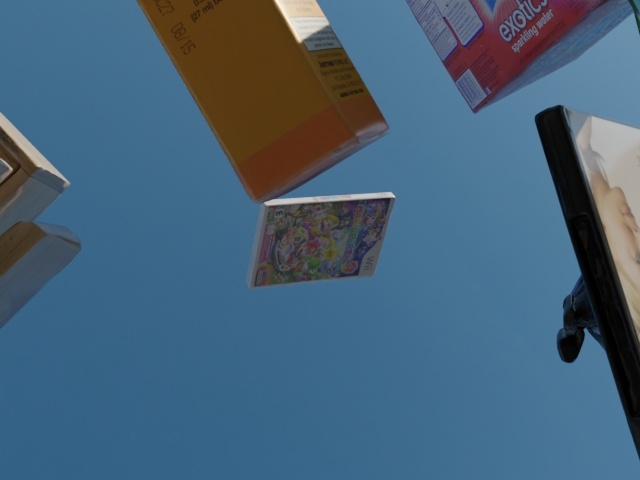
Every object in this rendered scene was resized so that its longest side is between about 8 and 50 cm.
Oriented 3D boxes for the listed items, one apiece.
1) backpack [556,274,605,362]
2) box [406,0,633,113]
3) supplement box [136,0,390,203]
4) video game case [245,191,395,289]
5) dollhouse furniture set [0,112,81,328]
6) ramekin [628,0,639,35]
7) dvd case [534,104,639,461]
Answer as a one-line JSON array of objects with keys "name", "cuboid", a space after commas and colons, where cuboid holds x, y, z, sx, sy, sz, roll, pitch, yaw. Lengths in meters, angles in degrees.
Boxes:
[{"name": "backpack", "cuboid": [0.360, 0.015, 0.800, 0.213, 0.263, 0.276, 38, -113, -21]}, {"name": "box", "cuboid": [0.173, -0.210, 0.770, 0.123, 0.257, 0.128, -29, -95, -17]}, {"name": "supplement box", "cuboid": [-0.055, -0.142, 0.603, 0.078, 0.080, 0.233, -30, -88, 24]}, {"name": "video game case", "cuboid": [0.000, 0.000, 0.888, 0.122, 0.011, 0.087, -5, -53, -25]}, {"name": "dollhouse furniture set", "cuboid": [-0.344, -0.032, 0.579, 0.362, 0.394, 0.256, 44, -92, 8]}, {"name": "ramekin", "cuboid": [0.219, -0.168, 0.336, 0.148, 0.303, 0.303, 33, -97, -41]}, {"name": "dvd case", "cuboid": [0.216, 0.043, 0.646, 0.180, 0.022, 0.253, 2, -110, -52]}]
